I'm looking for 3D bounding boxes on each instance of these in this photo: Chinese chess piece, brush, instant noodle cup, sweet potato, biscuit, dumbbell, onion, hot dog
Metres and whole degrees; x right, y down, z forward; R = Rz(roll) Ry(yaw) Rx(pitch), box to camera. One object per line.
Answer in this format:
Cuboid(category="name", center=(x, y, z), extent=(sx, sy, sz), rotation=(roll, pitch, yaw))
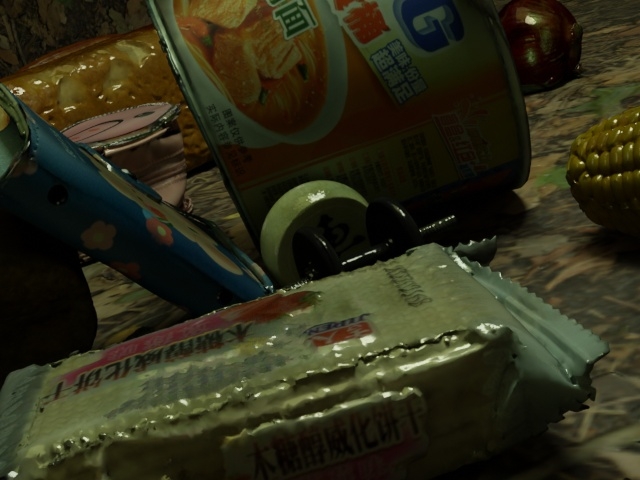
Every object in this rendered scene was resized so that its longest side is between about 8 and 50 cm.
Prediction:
Cuboid(category="Chinese chess piece", center=(0.000, 0.000, 0.702), extent=(0.084, 0.084, 0.034), rotation=(-22, 33, -17))
Cuboid(category="brush", center=(-0.114, 0.067, 0.703), extent=(0.019, 0.021, 0.083), rotation=(-5, 19, 42))
Cuboid(category="instant noodle cup", center=(0.007, -0.126, 0.805), extent=(0.214, 0.296, 0.296), rotation=(-25, 17, -1))
Cuboid(category="sweet potato", center=(-0.258, 0.023, 0.765), extent=(0.158, 0.158, 0.369), rotation=(-21, 18, -16))
Cuboid(category="biscuit", center=(-0.037, 0.083, 0.480), extent=(0.309, 0.079, 0.186), rotation=(-16, 14, -2))
Cuboid(category="dumbbell", center=(0.025, 0.013, 0.658), extent=(0.147, 0.069, 0.069), rotation=(-23, 18, -20))
Cuboid(category="onion", center=(0.248, -0.230, 1.181), extent=(0.118, 0.119, 0.117), rotation=(-8, 14, 26))
Cuboid(category="hot dog", center=(-0.270, -0.153, 1.283), extent=(0.405, 0.185, 0.223), rotation=(-27, 21, -32))

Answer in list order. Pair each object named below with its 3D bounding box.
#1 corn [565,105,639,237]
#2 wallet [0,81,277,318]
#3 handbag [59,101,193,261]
Cuboid(category="corn", center=(0.268, -0.045, 0.562), extent=(0.313, 0.102, 0.102), rotation=(0, 23, 44))
Cuboid(category="wallet", center=(-0.131, -0.014, 0.660), extent=(0.059, 0.202, 0.141), rotation=(-52, 36, 4))
Cuboid(category="handbag", center=(-0.229, -0.058, 1.057), extent=(0.205, 0.116, 0.179), rotation=(-28, 21, -38))
